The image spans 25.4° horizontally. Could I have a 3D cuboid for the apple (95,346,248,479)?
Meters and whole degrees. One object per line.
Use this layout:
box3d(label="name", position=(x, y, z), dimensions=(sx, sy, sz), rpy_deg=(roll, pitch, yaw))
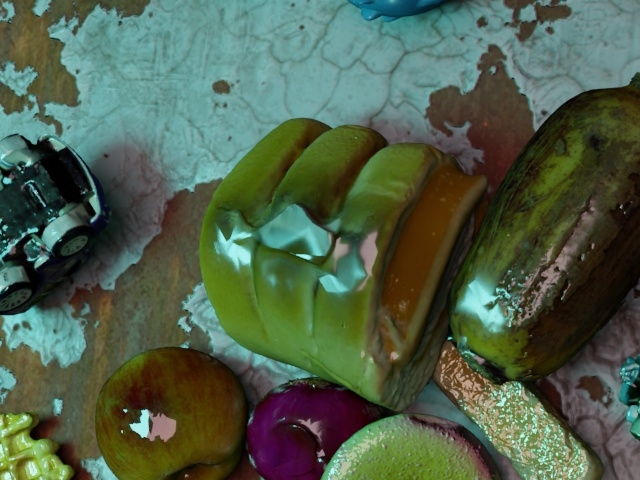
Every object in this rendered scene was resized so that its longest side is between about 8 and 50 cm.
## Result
box3d(label="apple", position=(-0.185, 0.217, 1.733), dimensions=(0.195, 0.160, 0.173), rpy_deg=(-26, 52, 7))

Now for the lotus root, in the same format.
box3d(label="lotus root", position=(0.280, -0.017, 1.570), dimensions=(0.179, 0.196, 0.397), rpy_deg=(31, 82, 31))

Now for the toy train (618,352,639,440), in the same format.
box3d(label="toy train", position=(0.404, 0.132, 1.530), dimensions=(0.112, 0.163, 0.203), rpy_deg=(27, 89, 22))

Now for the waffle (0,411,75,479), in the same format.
box3d(label="waffle", position=(-0.428, 0.309, 1.839), dimensions=(0.229, 0.057, 0.219), rpy_deg=(-26, 74, 12))

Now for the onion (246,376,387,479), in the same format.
box3d(label="onion", position=(-0.007, 0.258, 1.665), dimensions=(0.173, 0.135, 0.198), rpy_deg=(-8, 82, 23))

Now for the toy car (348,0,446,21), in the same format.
box3d(label="toy car", position=(0.063, -0.379, 1.718), dimensions=(0.190, 0.188, 0.255), rpy_deg=(-28, 76, 19))

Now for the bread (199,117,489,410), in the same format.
box3d(label="bread", position=(0.000, 0.000, 1.646), dimensions=(0.341, 0.210, 0.300), rpy_deg=(23, 83, 35))

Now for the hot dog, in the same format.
box3d(label="hot dog", position=(0.224, 0.204, 1.626), dimensions=(0.084, 0.073, 0.242), rpy_deg=(-46, 66, 7))

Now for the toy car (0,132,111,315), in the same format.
box3d(label="toy car", position=(-0.372, -0.016, 1.819), dimensions=(0.235, 0.158, 0.172), rpy_deg=(-37, 73, 8))

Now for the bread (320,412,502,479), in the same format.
box3d(label="bread", position=(0.105, 0.307, 1.612), dimensions=(0.228, 0.033, 0.228), rpy_deg=(-1, 97, -12))
